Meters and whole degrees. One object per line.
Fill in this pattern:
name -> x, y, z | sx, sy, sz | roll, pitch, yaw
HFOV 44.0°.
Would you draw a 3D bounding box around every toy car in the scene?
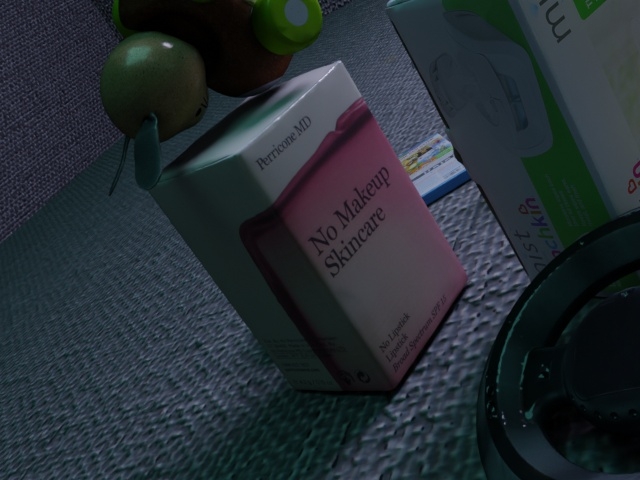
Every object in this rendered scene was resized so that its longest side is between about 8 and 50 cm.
toy car -> -0.110, -0.119, 0.623 | 0.155, 0.149, 0.188 | -5, 62, 59

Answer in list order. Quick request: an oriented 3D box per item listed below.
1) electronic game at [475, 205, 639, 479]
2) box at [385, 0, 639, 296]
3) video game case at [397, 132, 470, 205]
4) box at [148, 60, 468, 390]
electronic game -> 0.181, 0.068, 0.445 | 0.229, 0.048, 0.229 | -41, 26, 25
box -> 0.212, -0.130, 0.602 | 0.231, 0.261, 0.127 | -41, 23, -25
video game case -> 0.118, -0.079, 0.970 | 0.119, 0.015, 0.166 | -32, 21, 4
box -> -0.003, -0.005, 0.668 | 0.127, 0.232, 0.148 | -10, 31, 47
